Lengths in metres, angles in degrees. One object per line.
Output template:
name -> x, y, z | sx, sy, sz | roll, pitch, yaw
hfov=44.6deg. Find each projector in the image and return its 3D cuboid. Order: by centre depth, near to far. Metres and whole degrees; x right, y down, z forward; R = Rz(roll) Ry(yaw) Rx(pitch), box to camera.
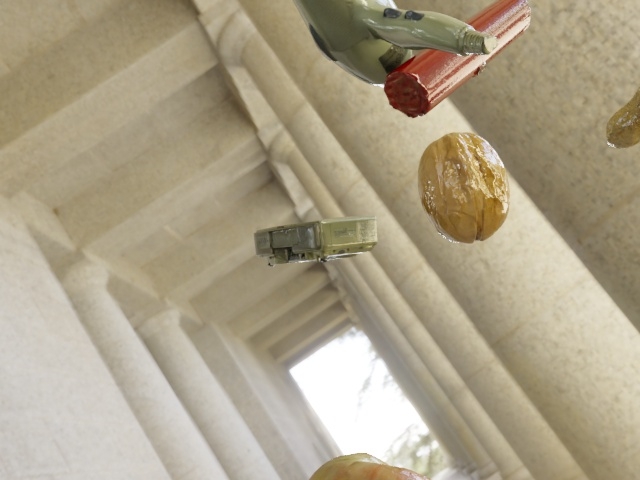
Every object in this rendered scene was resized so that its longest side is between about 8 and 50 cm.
projector -> 0.000, 0.000, 1.623 | 0.194, 0.088, 0.269 | -6, 0, -32

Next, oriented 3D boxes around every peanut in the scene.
peanut -> 0.678, -0.273, 1.608 | 0.214, 0.099, 0.099 | -46, -19, 28

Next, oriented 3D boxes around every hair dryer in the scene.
hair dryer -> 0.033, -0.298, 0.897 | 0.119, 0.296, 0.298 | -55, 18, -6

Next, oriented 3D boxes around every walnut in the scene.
walnut -> 0.255, -0.096, 1.394 | 0.159, 0.206, 0.159 | -15, -11, -3

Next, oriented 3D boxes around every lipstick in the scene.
lipstick -> 0.192, -0.253, 1.049 | 0.280, 0.073, 0.073 | -40, -10, -35

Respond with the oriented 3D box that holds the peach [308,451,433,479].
peach -> 0.057, 0.405, 0.983 | 0.232, 0.232, 0.256 | 88, -158, -72
